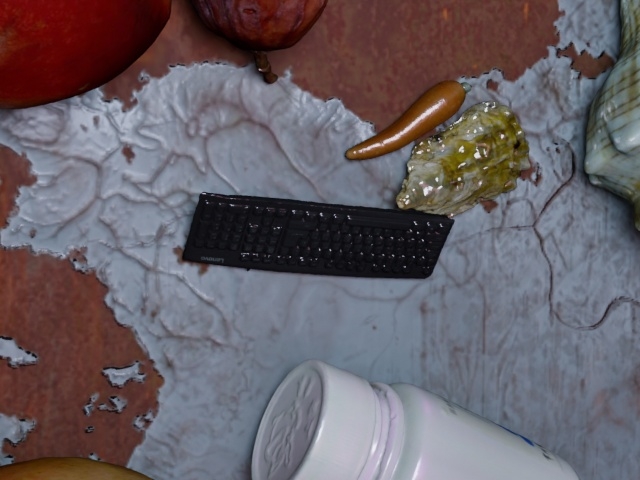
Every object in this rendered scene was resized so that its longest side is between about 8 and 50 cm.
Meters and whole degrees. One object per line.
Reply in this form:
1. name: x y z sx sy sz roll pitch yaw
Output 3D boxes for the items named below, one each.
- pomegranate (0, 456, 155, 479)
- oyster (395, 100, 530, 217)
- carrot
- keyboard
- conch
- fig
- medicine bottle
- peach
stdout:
1. pomegranate: -0.224 0.322 0.854 0.319 0.319 0.319 -3 99 -18
2. oyster: 0.142 -0.079 1.068 0.146 0.045 0.121 9 85 -18
3. carrot: 0.087 -0.113 1.045 0.142 0.035 0.035 -34 107 -6
4. keyboard: 0.000 0.000 1.022 0.250 0.017 0.087 5 128 -20
5. conch: 0.360 -0.148 1.061 0.203 0.169 0.386 -2 99 -27
6. fig: -0.061 -0.216 0.942 0.128 0.150 0.128 19 48 -23
7. medicine bottle: 0.091 0.230 1.023 0.293 0.170 0.170 27 89 -21
8. peach: -0.233 -0.219 0.833 0.243 0.199 0.243 0 91 -11
